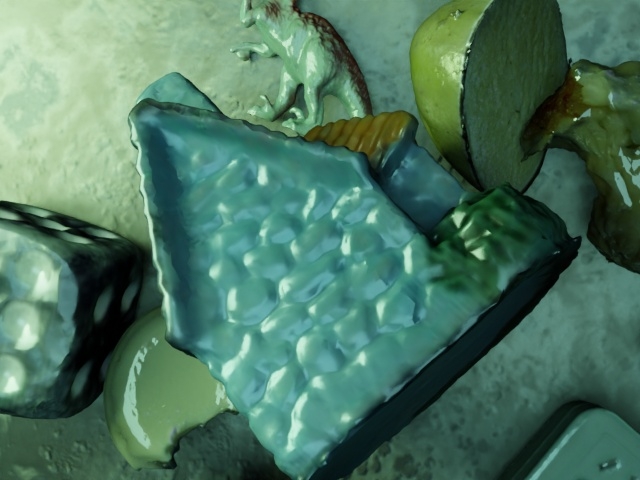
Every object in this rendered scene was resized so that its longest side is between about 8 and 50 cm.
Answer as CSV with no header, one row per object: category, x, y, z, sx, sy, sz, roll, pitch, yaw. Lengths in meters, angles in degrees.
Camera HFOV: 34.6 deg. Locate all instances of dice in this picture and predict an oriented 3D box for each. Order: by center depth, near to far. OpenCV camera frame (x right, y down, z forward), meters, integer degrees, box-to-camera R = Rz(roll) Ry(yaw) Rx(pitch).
dice,-0.293,0.066,1.031,0.182,0.183,0.182,17,96,8

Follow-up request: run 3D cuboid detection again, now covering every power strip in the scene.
power strip,0.261,0.322,1.023,0.229,0.141,0.261,40,86,1

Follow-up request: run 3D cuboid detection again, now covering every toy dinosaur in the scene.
toy dinosaur,0.003,-0.174,1.025,0.242,0.053,0.167,38,93,11

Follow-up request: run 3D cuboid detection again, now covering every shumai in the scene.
shumai,0.279,-0.080,0.920,0.176,0.166,0.205,22,80,-23

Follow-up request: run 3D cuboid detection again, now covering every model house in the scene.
model house,0.000,0.000,0.920,0.297,0.360,0.339,-45,76,0

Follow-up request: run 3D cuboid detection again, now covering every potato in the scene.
potato,0.143,-0.147,0.976,0.117,0.182,0.202,15,139,37

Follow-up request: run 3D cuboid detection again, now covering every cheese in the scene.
cheese,-0.151,0.101,1.051,0.163,0.071,0.248,-12,89,-16
